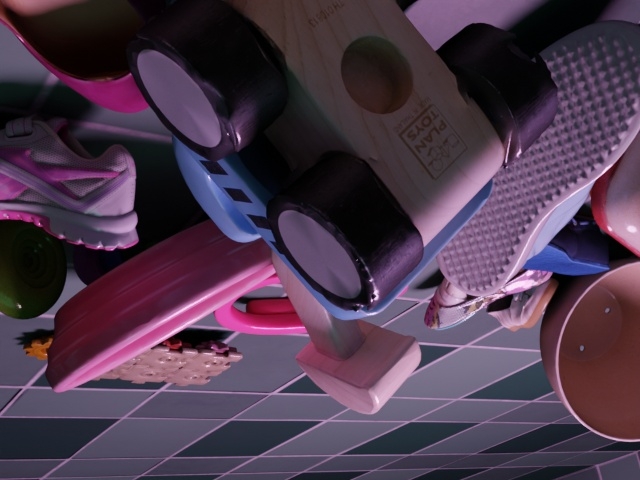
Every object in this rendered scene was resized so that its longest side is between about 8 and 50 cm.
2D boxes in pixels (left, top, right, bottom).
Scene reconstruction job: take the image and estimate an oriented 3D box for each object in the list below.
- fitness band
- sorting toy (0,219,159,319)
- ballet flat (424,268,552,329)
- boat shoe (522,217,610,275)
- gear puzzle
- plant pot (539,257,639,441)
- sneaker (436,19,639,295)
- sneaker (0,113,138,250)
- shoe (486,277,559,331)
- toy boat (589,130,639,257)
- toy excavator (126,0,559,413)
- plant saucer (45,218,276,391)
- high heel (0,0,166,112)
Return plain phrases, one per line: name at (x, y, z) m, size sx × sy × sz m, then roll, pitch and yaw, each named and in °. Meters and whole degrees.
fitness band at (-0.014, 0.075, 1.374) m, size 0.290 × 0.054 × 0.209 m, roll -3°, pitch 154°, yaw -17°
sorting toy at (-0.296, 0.013, 0.994) m, size 0.126 × 0.127 × 0.365 m, roll -13°, pitch 173°, yaw 27°
ballet flat at (0.242, 0.063, 1.435) m, size 0.221 × 0.077 × 0.079 m, roll -26°, pitch 133°, yaw 22°
boat shoe at (0.301, -0.009, 1.276) m, size 0.109 × 0.089 × 0.258 m, roll -11°, pitch 164°, yaw 36°
gear puzzle at (-0.310, 0.182, 1.522) m, size 0.338 × 0.044 × 0.175 m, roll 9°, pitch 151°, yaw -30°
plant pot at (0.468, 0.153, 1.518) m, size 0.284 × 0.284 × 0.191 m, roll -4°, pitch -169°, yaw -11°
sneaker at (0.244, -0.099, 1.004) m, size 0.150 × 0.135 × 0.366 m, roll -39°, pitch 167°, yaw -43°
sneaker at (-0.290, -0.073, 0.915) m, size 0.252 × 0.111 × 0.103 m, roll 14°, pitch -174°, yaw -8°
shoe at (0.319, 0.100, 1.512) m, size 0.058 × 0.077 × 0.219 m, roll 29°, pitch 162°, yaw 3°
toy boat at (0.398, -0.056, 1.163) m, size 0.231 × 0.151 × 0.151 m, roll 30°, pitch 176°, yaw -34°
toy excavator at (0.006, -0.030, 0.845) m, size 0.222 × 0.433 × 0.445 m, roll -44°, pitch -169°, yaw -22°
plant saucer at (-0.183, 0.062, 1.120) m, size 0.332 × 0.084 × 0.332 m, roll -31°, pitch 178°, yaw -1°
high heel at (-0.188, -0.148, 0.672) m, size 0.127 × 0.181 × 0.377 m, roll -12°, pitch 155°, yaw 6°
